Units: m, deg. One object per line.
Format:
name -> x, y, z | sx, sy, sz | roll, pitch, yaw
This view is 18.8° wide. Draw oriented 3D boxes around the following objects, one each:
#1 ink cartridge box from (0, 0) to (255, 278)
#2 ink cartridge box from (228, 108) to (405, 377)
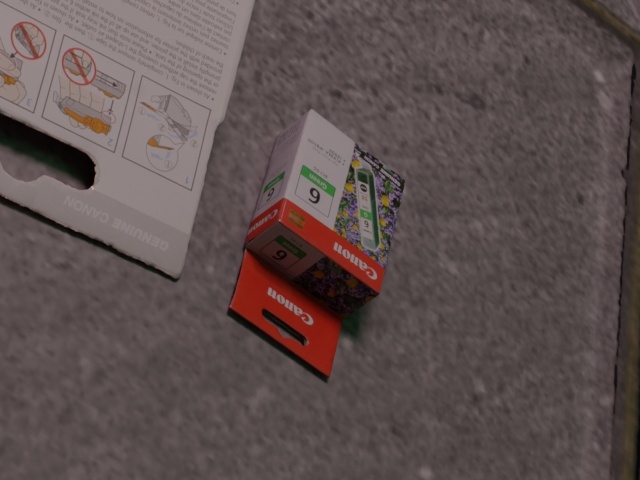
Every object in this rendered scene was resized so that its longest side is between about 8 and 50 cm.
ink cartridge box -> -0.119, -0.113, 0.859 | 0.181, 0.056, 0.224 | 26, 65, -30
ink cartridge box -> 0.000, 0.000, 0.893 | 0.063, 0.029, 0.115 | 36, 42, -21
